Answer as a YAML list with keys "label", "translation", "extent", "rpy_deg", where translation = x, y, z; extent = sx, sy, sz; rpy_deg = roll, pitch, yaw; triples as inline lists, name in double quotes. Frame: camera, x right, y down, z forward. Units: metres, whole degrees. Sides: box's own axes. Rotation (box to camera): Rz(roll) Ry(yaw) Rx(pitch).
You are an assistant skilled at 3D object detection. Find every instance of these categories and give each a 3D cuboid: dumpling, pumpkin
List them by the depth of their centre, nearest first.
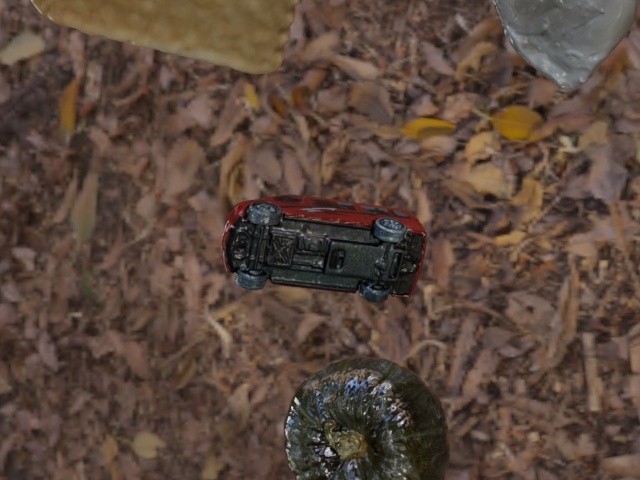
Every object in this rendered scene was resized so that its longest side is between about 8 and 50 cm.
- label: "dumpling"
  translation: [0.231, -0.246, 1.028]
  extent: [0.150, 0.092, 0.176]
  rpy_deg: [16, 124, 20]
- label: "pumpkin"
  translation: [0.059, 0.259, 1.397]
  extent: [0.224, 0.157, 0.223]
  rpy_deg: [1, 92, 19]

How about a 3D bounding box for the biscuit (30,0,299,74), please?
- label: "biscuit"
  translation: [-0.073, -0.194, 0.563]
  extent: [0.249, 0.160, 0.030]
  rpy_deg: [109, 173, -52]

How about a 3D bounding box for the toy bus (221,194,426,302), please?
- label: "toy bus"
  translation: [0.000, 0.000, 1.051]
  extent: [0.089, 0.195, 0.081]
  rpy_deg: [-109, 28, -63]
